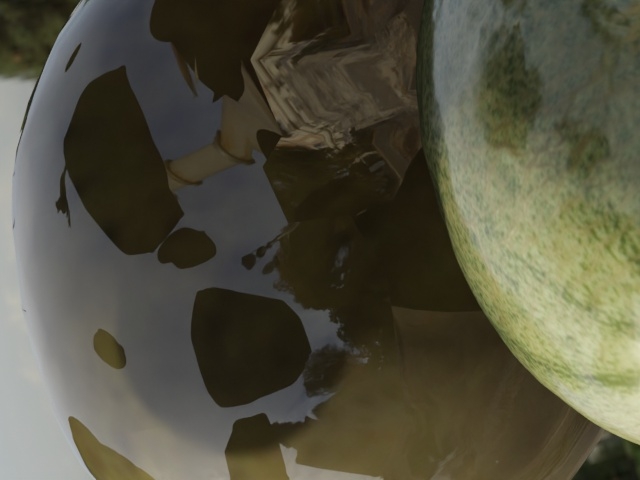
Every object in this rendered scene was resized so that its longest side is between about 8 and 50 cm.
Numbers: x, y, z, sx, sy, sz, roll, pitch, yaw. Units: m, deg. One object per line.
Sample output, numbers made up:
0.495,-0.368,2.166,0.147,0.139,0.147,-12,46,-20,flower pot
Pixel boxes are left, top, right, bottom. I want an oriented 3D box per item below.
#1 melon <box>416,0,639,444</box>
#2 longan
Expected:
0.159,-0.055,0.682,0.329,0.248,0.249,-85,-11,-55,melon
0.000,0.000,0.970,0.404,0.336,0.405,4,95,55,longan
